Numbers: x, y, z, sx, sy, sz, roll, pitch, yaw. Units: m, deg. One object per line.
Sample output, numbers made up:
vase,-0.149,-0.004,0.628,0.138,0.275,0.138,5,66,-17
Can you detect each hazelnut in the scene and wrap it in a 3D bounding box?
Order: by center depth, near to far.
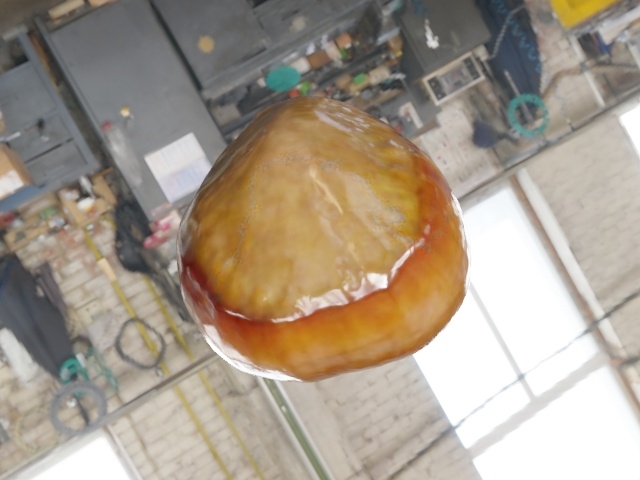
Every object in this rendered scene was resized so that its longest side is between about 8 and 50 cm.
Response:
hazelnut,0.000,0.000,0.520,0.182,0.182,0.182,-29,-177,2
